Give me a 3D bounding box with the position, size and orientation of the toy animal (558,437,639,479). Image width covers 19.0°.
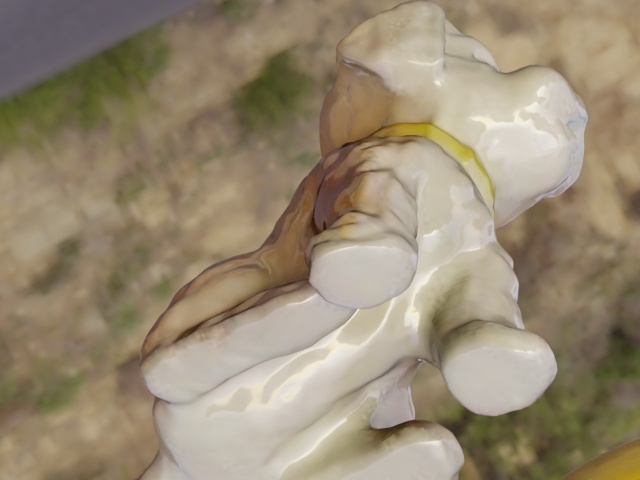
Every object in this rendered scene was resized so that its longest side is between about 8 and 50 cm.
[{"bbox_3d":[0.140,0.212,0.920,0.345,0.278,0.247,2,-175,-26],"label":"toy animal"}]

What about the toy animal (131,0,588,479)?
[{"bbox_3d":[0.001,0.010,0.659,0.184,0.104,0.185,-36,-153,33],"label":"toy animal"}]
